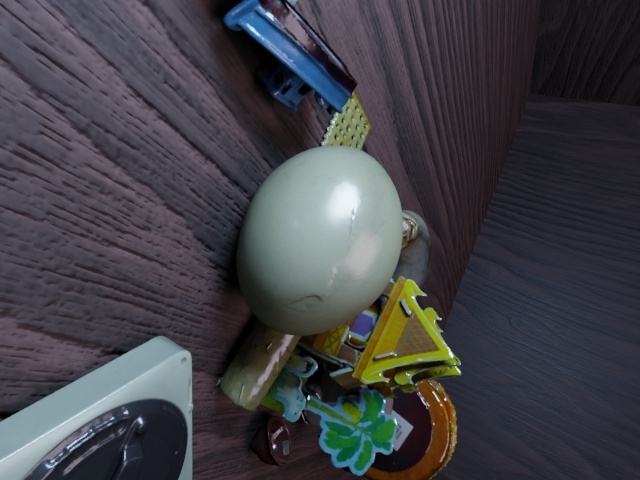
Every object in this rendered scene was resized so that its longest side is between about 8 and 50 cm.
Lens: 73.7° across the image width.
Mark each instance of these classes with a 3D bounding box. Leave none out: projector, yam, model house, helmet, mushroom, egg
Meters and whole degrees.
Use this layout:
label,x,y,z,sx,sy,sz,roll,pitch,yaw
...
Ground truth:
label,x,y,z,sx,sy,sz,roll,pitch,yaw
projector,-0.244,0.269,0.450,0.259,0.079,0.258,-27,130,-52
yam,-0.041,0.096,0.711,0.372,0.083,0.083,-59,151,-16
model house,0.079,0.219,0.778,0.358,0.312,0.243,-59,148,-21
helmet,-0.102,0.388,0.818,0.111,0.057,0.089,60,18,-49
mushroom,0.212,0.022,1.109,0.177,0.125,0.397,-52,151,-18
egg,0.000,0.000,0.588,0.219,0.218,0.270,21,90,-63

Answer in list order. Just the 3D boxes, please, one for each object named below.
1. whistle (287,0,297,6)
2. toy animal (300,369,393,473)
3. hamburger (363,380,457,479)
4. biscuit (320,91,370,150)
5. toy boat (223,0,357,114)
label,x,y,z,sx,sy,sz,roll,pitch,yaw
whistle,-0.056,-0.327,0.432,0.223,0.122,0.123,33,77,-82
toy animal,0.102,0.335,1.049,0.357,0.193,0.258,-38,129,-59
hamburger,0.227,0.531,1.238,0.330,0.329,0.250,-65,155,-12
biscuit,0.031,-0.147,0.779,0.232,0.016,0.139,-67,152,-10
toy boat,-0.038,-0.222,0.534,0.097,0.100,0.223,-39,155,19
